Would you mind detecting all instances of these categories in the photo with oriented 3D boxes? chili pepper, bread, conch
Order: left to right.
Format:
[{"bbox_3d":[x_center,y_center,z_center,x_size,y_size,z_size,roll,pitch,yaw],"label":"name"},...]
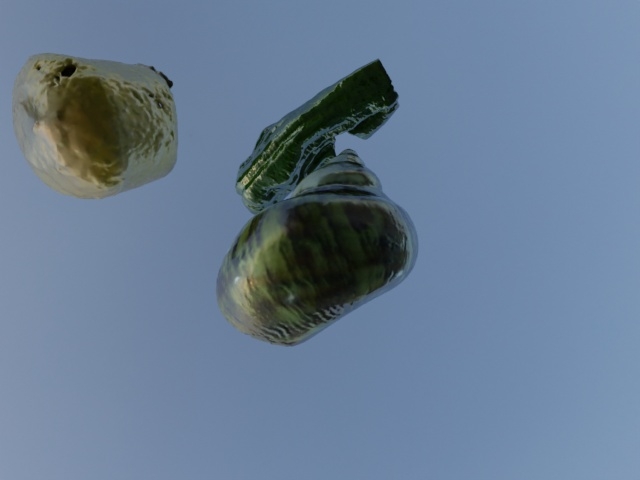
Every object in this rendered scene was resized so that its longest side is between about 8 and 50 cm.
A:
[{"bbox_3d":[-0.294,-0.151,0.718,0.170,0.197,0.197,-26,-69,-51],"label":"bread"},{"bbox_3d":[-0.013,-0.127,0.679,0.253,0.099,0.083,-35,-110,22],"label":"chili pepper"},{"bbox_3d":[0.000,-0.003,0.518,0.187,0.181,0.124,7,-52,2],"label":"conch"}]
